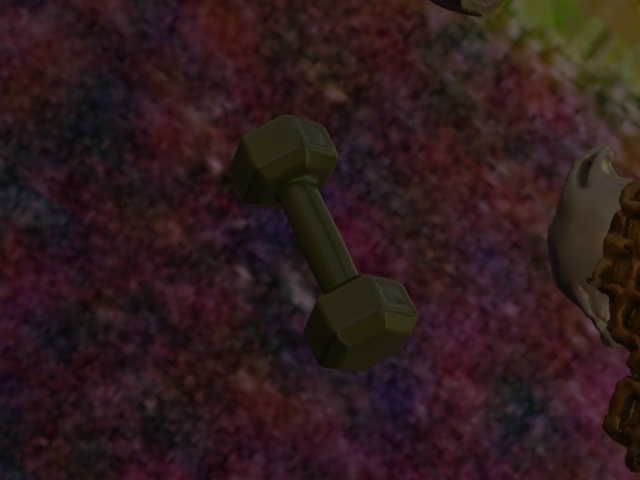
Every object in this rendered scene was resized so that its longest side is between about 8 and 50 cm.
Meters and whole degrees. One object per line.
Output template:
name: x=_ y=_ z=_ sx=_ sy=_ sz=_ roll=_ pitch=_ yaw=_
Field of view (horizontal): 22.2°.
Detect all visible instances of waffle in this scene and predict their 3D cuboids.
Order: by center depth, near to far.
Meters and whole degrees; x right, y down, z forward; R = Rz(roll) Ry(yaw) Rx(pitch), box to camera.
waffle: x=0.297 y=0.055 z=1.306 sx=0.056 sy=0.249 sz=0.253 roll=15 pitch=36 yaw=-38

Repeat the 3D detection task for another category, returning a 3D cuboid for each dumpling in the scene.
dumpling: x=0.356 y=0.011 z=1.961 sx=0.193 sy=0.147 sz=0.258 roll=23 pitch=58 yaw=-55

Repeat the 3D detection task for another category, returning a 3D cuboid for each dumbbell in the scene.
dumbbell: x=0.000 y=0.000 z=1.808 sx=0.121 sy=0.108 sz=0.302 roll=11 pitch=46 yaw=-50

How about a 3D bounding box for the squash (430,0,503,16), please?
squash: x=0.124 y=-0.290 z=1.696 sx=0.083 sy=0.083 sz=0.250 roll=27 pitch=13 yaw=-29
